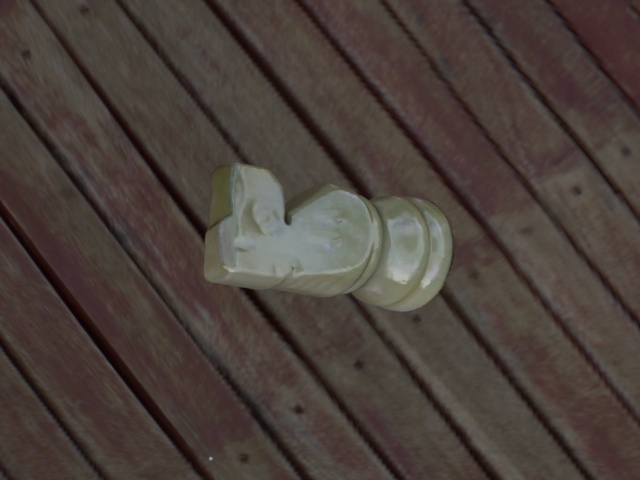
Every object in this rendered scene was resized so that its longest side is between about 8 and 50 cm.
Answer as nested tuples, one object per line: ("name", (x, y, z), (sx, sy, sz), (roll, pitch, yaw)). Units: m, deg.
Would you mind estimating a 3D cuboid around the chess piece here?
("chess piece", (0.000, 0.000, 0.964), (0.200, 0.090, 0.090), (9, 77, -43))
